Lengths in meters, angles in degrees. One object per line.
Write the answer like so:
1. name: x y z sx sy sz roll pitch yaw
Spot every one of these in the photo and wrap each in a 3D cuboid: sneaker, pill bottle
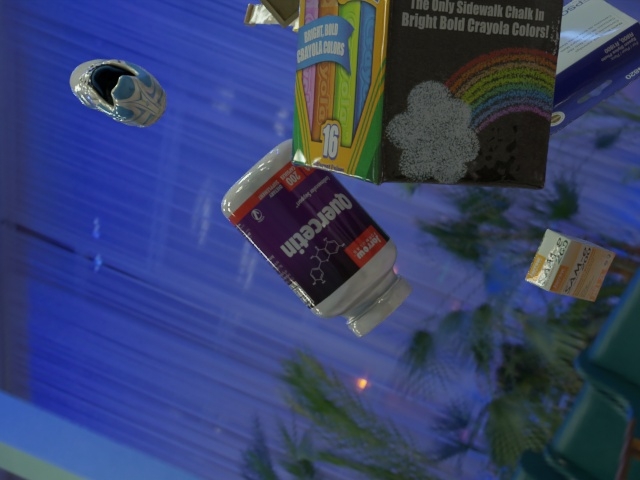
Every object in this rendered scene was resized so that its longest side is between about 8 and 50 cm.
1. sneaker: -0.287 -0.216 1.359 0.085 0.237 0.086 -54 -52 -8
2. pill bottle: 0.000 0.000 1.651 0.181 0.323 0.181 -43 1 1

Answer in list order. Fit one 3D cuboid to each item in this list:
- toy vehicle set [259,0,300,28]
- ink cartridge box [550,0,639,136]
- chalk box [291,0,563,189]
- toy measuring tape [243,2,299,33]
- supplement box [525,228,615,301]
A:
1. toy vehicle set: -0.067 -0.423 1.286 0.166 0.267 0.035 -38 35 10
2. ink cartridge box: 0.365 -0.266 1.497 0.223 0.045 0.224 -34 33 5
3. chalk box: 0.093 -0.199 0.890 0.179 0.180 0.289 20 108 62
4. toy measuring tape: 0.011 -0.350 1.618 0.121 0.330 0.121 -9 -75 -39
5. supplement box: 0.276 0.029 1.102 0.098 0.036 0.062 11 -76 -44
